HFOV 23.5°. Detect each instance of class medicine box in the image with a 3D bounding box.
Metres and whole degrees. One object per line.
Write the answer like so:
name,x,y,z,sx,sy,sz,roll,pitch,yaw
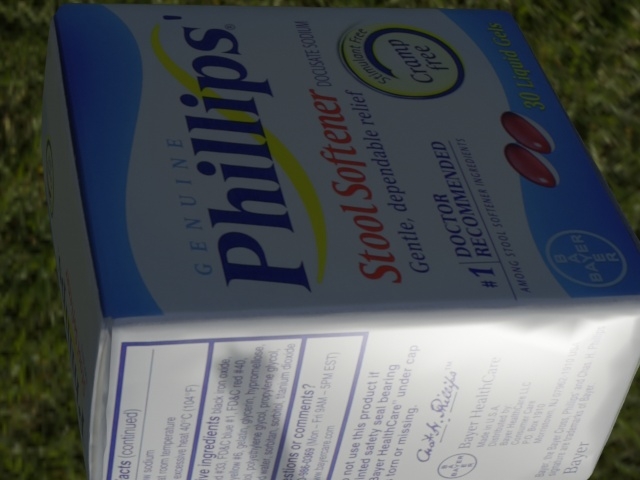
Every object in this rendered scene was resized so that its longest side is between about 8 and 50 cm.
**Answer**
medicine box,0.000,0.000,0.868,0.289,0.263,0.149,-1,133,-16
